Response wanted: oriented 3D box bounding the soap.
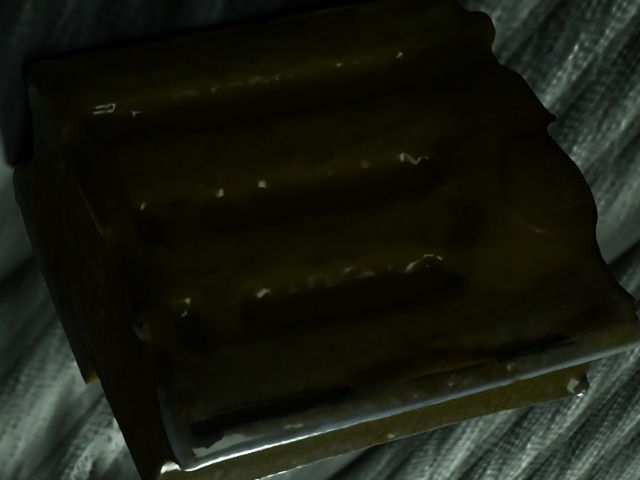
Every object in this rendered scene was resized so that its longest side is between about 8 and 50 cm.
[{"bbox_3d":[0.000,0.000,1.062,0.281,0.259,0.143,-10,146,-25],"label":"soap"}]
